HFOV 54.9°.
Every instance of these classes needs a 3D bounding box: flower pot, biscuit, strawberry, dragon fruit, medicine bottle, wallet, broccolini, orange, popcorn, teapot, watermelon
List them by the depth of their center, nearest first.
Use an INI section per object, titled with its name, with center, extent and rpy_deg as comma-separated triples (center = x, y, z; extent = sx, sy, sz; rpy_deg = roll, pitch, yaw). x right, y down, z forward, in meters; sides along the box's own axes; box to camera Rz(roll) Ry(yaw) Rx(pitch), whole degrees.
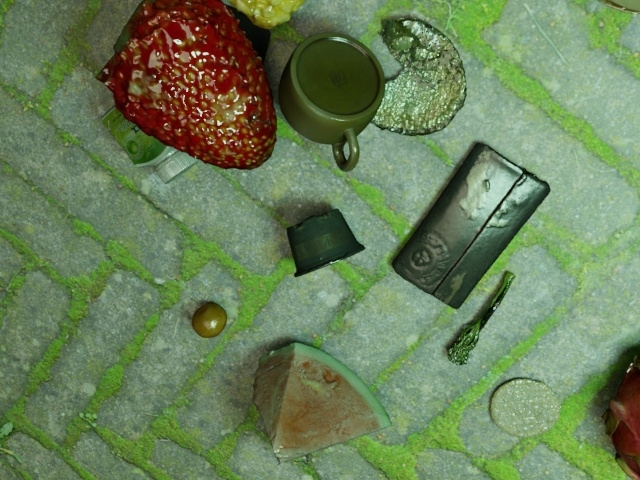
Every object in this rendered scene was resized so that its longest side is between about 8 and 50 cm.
[popcorn]
center = -0.105, -0.474, 1.103
extent = 0.170, 0.180, 0.180
rpy_deg = -19, 104, 37
[strawberry]
center = -0.211, -0.286, 1.135
extent = 0.343, 0.292, 0.292
rpy_deg = 37, 114, -7
[teapot]
center = 0.015, -0.253, 1.151
extent = 0.186, 0.175, 0.267
rpy_deg = -14, 78, -17
[dragon fruit]
center = 0.680, 0.343, 1.169
extent = 0.250, 0.250, 0.315
rpy_deg = 33, 106, 1
[wallet]
center = 0.294, -0.022, 1.231
extent = 0.170, 0.044, 0.321
rpy_deg = 34, 113, 3
[flower pot]
center = 0.000, 0.000, 1.262
extent = 0.157, 0.157, 0.106
rpy_deg = -23, 91, 20
[broccolini]
center = 0.335, 0.164, 1.290
extent = 0.054, 0.051, 0.239
rpy_deg = 49, 121, 44
[medicine bottle]
center = -0.348, -0.220, 1.298
extent = 0.132, 0.088, 0.188
rpy_deg = -33, 98, 22
[biscuit]
center = 0.445, 0.365, 1.343
extent = 0.152, 0.020, 0.152
rpy_deg = 4, 109, 12
[watermelon]
center = -0.007, 0.364, 1.347
extent = 0.250, 0.292, 0.283
rpy_deg = -32, 99, -8
[orange]
center = -0.257, 0.185, 1.428
extent = 0.085, 0.085, 0.085
rpy_deg = 5, 110, 13

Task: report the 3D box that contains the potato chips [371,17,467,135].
[potato chips]
center = 0.175, -0.308, 1.171
extent = 0.202, 0.029, 0.219
rpy_deg = 1, 112, 13

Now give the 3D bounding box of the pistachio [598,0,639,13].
[pistachio]
center = 0.510, -0.424, 1.000
extent = 0.149, 0.113, 0.113
rpy_deg = 5, 110, 13

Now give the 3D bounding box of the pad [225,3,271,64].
[pad]
center = -0.240, -0.400, 1.253
extent = 0.267, 0.004, 0.181
rpy_deg = 23, 113, 5
